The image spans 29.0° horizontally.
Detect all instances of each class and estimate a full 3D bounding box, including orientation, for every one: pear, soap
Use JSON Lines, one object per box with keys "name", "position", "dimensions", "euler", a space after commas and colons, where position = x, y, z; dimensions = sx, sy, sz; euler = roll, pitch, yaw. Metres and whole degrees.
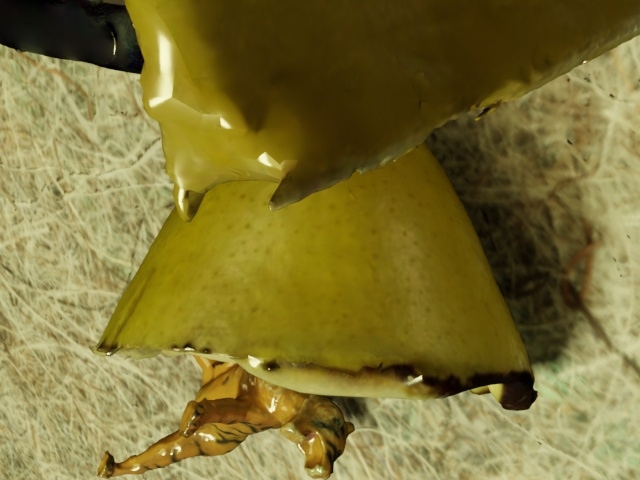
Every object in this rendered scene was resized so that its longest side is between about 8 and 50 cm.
{"name": "pear", "position": [-0.003, 0.000, 0.720], "dimensions": [0.267, 0.267, 0.178], "euler": [3, 89, 45]}
{"name": "soap", "position": [-0.041, -0.147, 0.542], "dimensions": [0.304, 0.338, 0.169], "euler": [15, 120, 39]}

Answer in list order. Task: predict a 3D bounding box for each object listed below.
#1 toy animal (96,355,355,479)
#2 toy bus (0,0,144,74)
{"name": "toy animal", "position": [-0.082, 0.132, 0.941], "dimensions": [0.116, 0.114, 0.255], "euler": [24, 151, -22]}
{"name": "toy bus", "position": [-0.169, -0.158, 0.871], "dimensions": [0.172, 0.072, 0.057], "euler": [18, 125, 37]}
